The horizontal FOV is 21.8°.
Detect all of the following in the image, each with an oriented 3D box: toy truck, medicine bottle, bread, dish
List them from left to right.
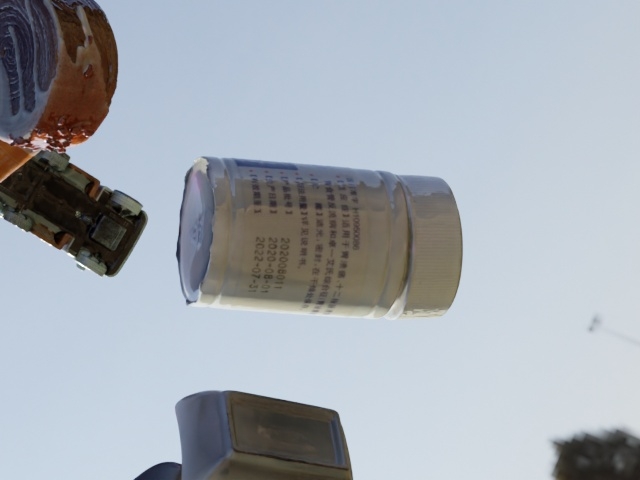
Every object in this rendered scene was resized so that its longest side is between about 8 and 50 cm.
[{"bbox_3d":[-0.259,-0.161,1.549,0.073,0.160,0.160,4,-71,-46],"label":"bread"},{"bbox_3d":[-0.412,-0.062,2.521,0.338,0.184,0.133,34,-98,-33],"label":"toy truck"},{"bbox_3d":[-0.053,0.236,1.898,0.077,0.212,0.151,-56,31,39],"label":"dish"},{"bbox_3d":[0.000,0.000,2.087,0.190,0.332,0.189,-175,90,-73],"label":"medicine bottle"}]

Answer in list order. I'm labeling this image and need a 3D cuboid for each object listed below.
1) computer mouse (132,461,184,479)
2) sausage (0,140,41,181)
[{"bbox_3d":[-0.207,0.346,1.905,0.232,0.120,0.057,-42,-6,28],"label":"computer mouse"},{"bbox_3d":[-0.419,-0.106,2.040,0.312,0.093,0.093,-39,-18,4],"label":"sausage"}]
